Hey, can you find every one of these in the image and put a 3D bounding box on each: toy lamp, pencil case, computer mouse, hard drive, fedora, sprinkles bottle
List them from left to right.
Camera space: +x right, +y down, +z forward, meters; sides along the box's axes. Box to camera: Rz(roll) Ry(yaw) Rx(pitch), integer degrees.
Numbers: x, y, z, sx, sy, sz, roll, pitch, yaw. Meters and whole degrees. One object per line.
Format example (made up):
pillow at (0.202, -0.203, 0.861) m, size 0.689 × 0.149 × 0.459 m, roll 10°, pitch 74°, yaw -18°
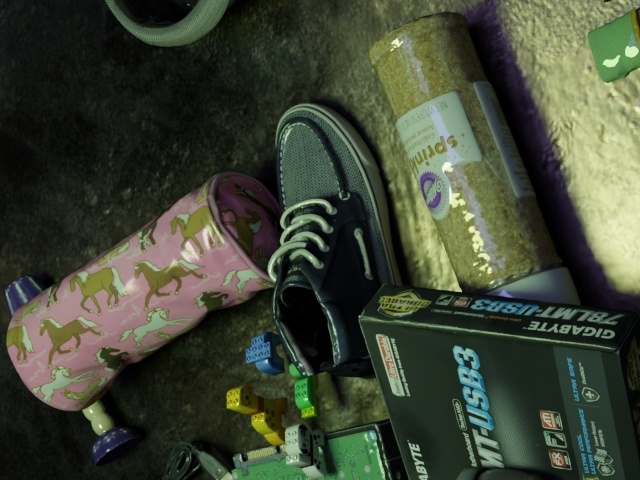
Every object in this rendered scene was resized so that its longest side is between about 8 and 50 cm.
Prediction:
toy lamp at (-0.338, 0.169, 2.084) m, size 0.080 × 0.080 × 0.275 m, roll -41°, pitch 74°, yaw 29°
pencil case at (-0.208, 0.065, 1.921) m, size 0.386 × 0.167 × 0.160 m, roll -33°, pitch 95°, yaw 27°
fedora at (-0.160, -0.374, 1.894) m, size 0.243 × 0.124 × 0.275 m, roll 19°, pitch 112°, yaw 34°
computer mouse at (-0.126, 0.377, 1.969) m, size 0.262 × 0.060 × 0.184 m, roll 48°, pitch 122°, yaw 35°
hard drive at (0.030, 0.398, 1.860) m, size 0.237 × 0.064 × 0.339 m, roll -18°, pitch 84°, yaw 33°
sprinkles bottle at (0.166, -0.067, 1.702) m, size 0.121 × 0.121 × 0.355 m, roll -27°, pitch 78°, yaw 32°

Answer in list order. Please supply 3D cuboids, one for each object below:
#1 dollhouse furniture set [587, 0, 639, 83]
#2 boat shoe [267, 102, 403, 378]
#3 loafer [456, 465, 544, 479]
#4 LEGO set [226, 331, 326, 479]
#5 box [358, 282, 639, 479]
dollhouse furniture set at (0.297, -0.246, 1.637) m, size 0.076 × 0.058 × 0.152 m, roll -24°, pitch 80°, yaw 33°
boat shoe at (0.000, 0.000, 1.794) m, size 0.127 × 0.158 × 0.340 m, roll -26°, pitch 79°, yaw 32°
loafer at (0.227, 0.372, 1.655) m, size 0.095 × 0.109 × 0.302 m, roll -9°, pitch 114°, yaw 28°
LEGO set at (-0.058, 0.168, 1.839) m, size 0.087 × 0.093 × 0.227 m, roll -20°, pitch 62°, yaw 33°
box at (0.210, 0.191, 1.641) m, size 0.293 × 0.073 × 0.295 m, roll 6°, pitch 128°, yaw 31°
